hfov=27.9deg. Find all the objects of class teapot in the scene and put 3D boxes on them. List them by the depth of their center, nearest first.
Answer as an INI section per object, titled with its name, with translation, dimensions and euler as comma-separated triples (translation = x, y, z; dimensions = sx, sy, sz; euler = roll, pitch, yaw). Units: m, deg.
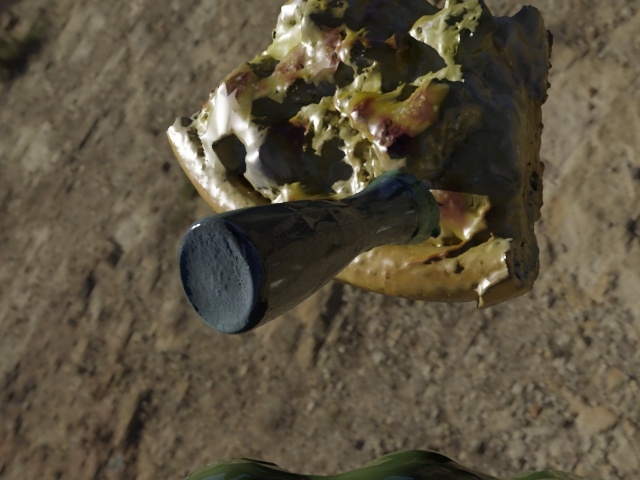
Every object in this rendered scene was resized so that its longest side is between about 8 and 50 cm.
[teapot]
translation = 0.000, 0.000, 0.480
dimensions = 0.042, 0.110, 0.043
euler = 15, 114, 38

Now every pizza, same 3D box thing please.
[pizza]
translation = 0.032, -0.084, 0.847
dimensions = 0.323, 0.089, 0.223
euler = 25, 84, 39

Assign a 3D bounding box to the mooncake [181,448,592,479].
[mooncake]
translation = 0.018, 0.224, 0.501
dimensions = 0.351, 0.351, 0.187
euler = -37, 33, 30
